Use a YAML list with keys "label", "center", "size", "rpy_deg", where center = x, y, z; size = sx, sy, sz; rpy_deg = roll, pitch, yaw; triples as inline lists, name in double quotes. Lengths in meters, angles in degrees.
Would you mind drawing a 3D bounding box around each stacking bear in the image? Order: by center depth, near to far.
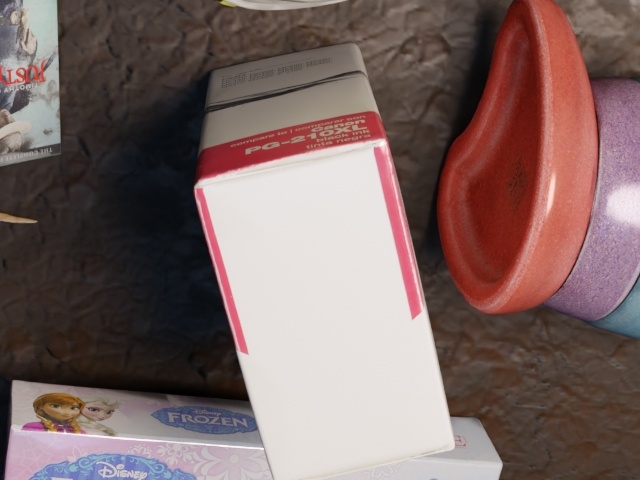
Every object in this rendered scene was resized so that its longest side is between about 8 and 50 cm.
- label: "stacking bear"
  center: [0.236, -0.016, 0.829]
  size: [0.289, 0.164, 0.175]
  rpy_deg: [8, 133, -13]

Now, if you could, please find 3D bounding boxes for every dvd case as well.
- label: "dvd case"
  center: [-0.196, -0.102, 0.846]
  size: [0.087, 0.013, 0.119]
  rpy_deg: [-15, 118, -40]

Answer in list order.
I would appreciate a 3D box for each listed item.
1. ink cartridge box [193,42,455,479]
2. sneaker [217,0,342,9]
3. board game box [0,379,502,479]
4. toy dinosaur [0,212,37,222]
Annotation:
- label: "ink cartridge box"
  center: [0.000, 0.000, 0.793]
  size: [0.100, 0.237, 0.172]
  rpy_deg: [-13, 110, 2]
- label: "sneaker"
  center: [0.115, -0.193, 0.722]
  size: [0.385, 0.147, 0.145]
  rpy_deg: [-22, 110, -18]
- label: "board game box"
  center: [-0.068, 0.259, 0.950]
  size: [0.319, 0.066, 0.318]
  rpy_deg: [6, 111, -14]
- label: "toy dinosaur"
  center: [-0.282, -0.059, 0.857]
  size: [0.064, 0.112, 0.211]
  rpy_deg: [-52, 145, -4]
